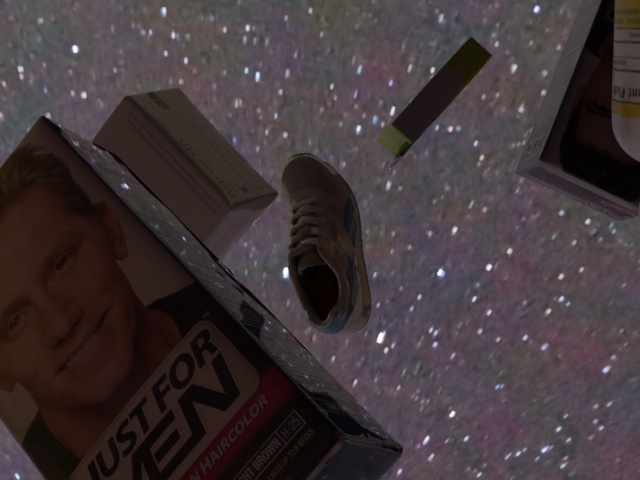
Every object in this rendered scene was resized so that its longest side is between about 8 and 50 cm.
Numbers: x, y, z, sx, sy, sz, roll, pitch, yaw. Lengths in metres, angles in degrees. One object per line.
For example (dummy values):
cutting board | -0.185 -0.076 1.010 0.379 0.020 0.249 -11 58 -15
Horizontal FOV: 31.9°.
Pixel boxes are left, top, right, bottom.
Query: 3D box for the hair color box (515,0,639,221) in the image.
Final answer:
hair color box | 0.452 -0.238 1.668 0.185 0.113 0.375 24 -99 -6

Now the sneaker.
sneaker | 0.000 0.000 1.350 0.087 0.092 0.229 -20 -102 22

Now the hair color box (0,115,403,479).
hair color box | -0.128 0.087 0.780 0.347 0.105 0.174 43 -83 30

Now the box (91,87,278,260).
box | -0.182 -0.048 1.285 0.181 0.182 0.119 46 -154 8

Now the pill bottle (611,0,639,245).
pill bottle | 0.308 -0.156 0.804 0.187 0.188 0.334 -3 -79 -8

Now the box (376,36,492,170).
box | 0.139 -0.175 1.450 0.042 0.109 0.178 43 -100 -1
